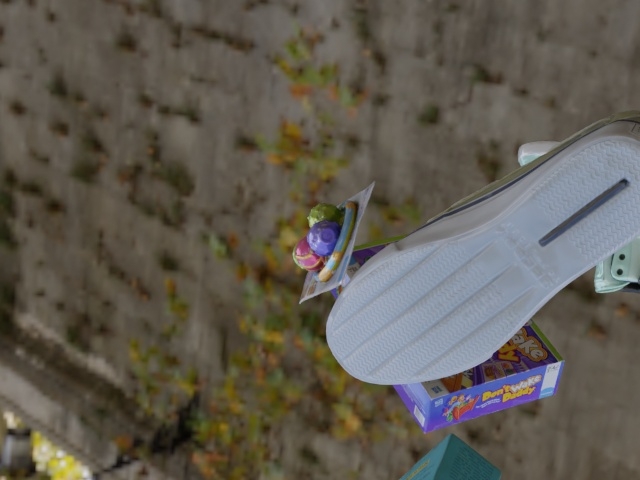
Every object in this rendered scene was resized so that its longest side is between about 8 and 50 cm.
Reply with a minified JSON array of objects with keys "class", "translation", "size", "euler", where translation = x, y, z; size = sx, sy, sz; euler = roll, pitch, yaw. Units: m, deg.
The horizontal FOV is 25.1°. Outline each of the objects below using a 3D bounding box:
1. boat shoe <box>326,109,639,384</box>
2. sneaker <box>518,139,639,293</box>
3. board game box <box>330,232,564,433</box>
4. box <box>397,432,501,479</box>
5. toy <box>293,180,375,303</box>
[{"class":"boat shoe","translation":[0.136,0.010,1.061],"size":[0.109,0.302,0.094],"euler":[55,-153,-5]},{"class":"sneaker","translation":[0.343,-0.022,1.789],"size":[0.256,0.151,0.094],"euler":[25,169,13]},{"class":"board game box","translation":[0.189,0.128,2.263],"size":[0.233,0.078,0.347],"euler":[-13,-136,-22]},{"class":"box","translation":[0.072,0.274,1.182],"size":[0.060,0.100,0.244],"euler":[38,-144,-5]},{"class":"toy","translation":[0.000,0.000,1.849],"size":[0.056,0.137,0.237],"euler":[19,168,-7]}]
